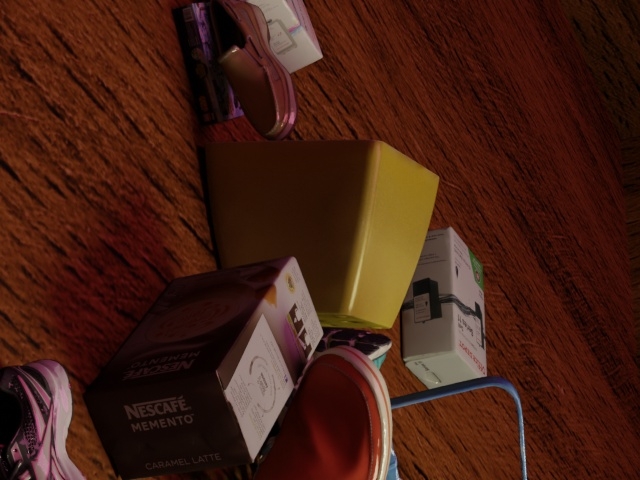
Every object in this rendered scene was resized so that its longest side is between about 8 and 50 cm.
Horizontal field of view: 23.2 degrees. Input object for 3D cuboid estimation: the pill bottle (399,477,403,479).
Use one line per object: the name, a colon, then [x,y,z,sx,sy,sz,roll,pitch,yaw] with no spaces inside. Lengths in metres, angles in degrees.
pill bottle: [0.104,0.339,2.056,0.083,0.043,0.043,44,40,-57]

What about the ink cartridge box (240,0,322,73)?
ink cartridge box: [-0.061,-0.279,1.883,0.198,0.067,0.115,53,15,-50]

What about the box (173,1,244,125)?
box: [-0.122,-0.203,1.777,0.094,0.027,0.137,-27,104,-69]

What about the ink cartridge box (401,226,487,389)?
ink cartridge box: [0.185,0.107,2.329,0.153,0.087,0.208,46,39,-54]

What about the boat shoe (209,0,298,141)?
boat shoe: [-0.085,-0.192,1.727,0.072,0.068,0.190,18,40,-48]

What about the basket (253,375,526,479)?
basket: [0.084,0.281,1.657,0.201,0.289,0.255,-53,136,-77]

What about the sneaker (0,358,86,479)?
sneaker: [-0.238,0.184,1.241,0.077,0.072,0.178,8,64,-56]

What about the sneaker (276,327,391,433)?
sneaker: [0.008,0.179,1.858,0.275,0.107,0.110,-45,140,-60]

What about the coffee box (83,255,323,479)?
coffee box: [-0.105,0.118,1.496,0.246,0.141,0.098,-59,133,-62]

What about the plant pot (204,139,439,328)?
plant pot: [0.000,0.000,1.764,0.212,0.212,0.187,22,69,-66]

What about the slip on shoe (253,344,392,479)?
slip on shoe: [-0.023,0.259,1.518,0.101,0.123,0.331,2,114,-59]
